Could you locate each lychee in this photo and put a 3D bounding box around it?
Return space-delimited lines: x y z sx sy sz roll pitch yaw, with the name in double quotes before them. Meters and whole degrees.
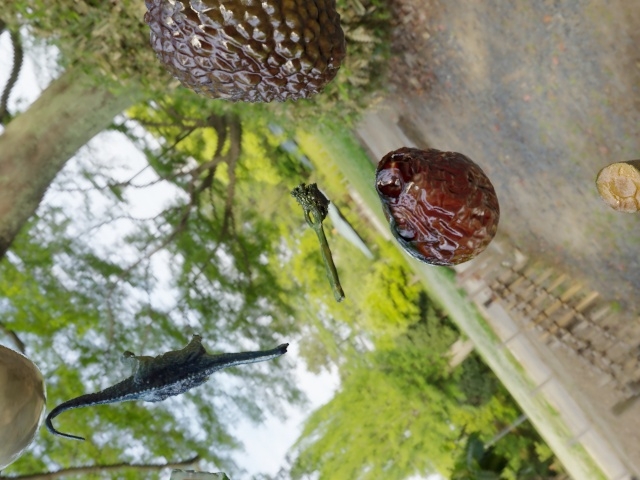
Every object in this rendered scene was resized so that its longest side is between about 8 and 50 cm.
"lychee" -0.096 -0.279 1.001 0.271 0.235 0.236 29 -177 1

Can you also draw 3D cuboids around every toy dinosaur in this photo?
"toy dinosaur" -0.231 0.200 1.198 0.147 0.363 0.076 -170 67 -68

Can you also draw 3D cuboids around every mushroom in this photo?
"mushroom" -0.466 0.175 0.951 0.254 0.260 0.234 130 134 -57

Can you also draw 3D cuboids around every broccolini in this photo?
"broccolini" 0.001 0.003 1.474 0.057 0.071 0.254 78 179 -64

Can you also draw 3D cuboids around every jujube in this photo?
"jujube" 0.152 -0.054 1.097 0.236 0.168 0.168 24 -155 -55

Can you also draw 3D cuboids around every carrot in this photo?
"carrot" 0.442 -0.071 1.085 0.173 0.082 0.082 -7 -129 -43

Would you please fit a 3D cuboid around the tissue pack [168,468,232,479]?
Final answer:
"tissue pack" -0.196 0.559 1.292 0.228 0.128 0.310 67 -152 -49
